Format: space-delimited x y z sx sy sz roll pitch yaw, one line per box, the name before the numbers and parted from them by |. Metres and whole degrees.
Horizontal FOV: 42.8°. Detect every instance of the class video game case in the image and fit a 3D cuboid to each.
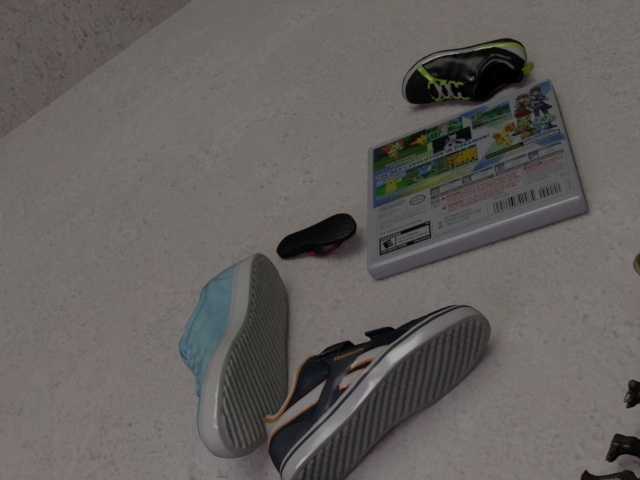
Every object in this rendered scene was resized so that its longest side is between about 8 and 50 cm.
video game case | 0.225 -0.100 1.276 0.329 0.036 0.300 -20 39 21

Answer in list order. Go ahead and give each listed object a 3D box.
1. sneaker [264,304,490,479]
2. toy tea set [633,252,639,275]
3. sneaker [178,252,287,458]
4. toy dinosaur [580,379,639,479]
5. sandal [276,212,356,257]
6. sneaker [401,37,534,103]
sneaker | 0.058 0.172 1.030 0.321 0.126 0.127 -39 42 -2
toy tea set | 0.455 0.008 0.847 0.200 0.124 0.336 -7 30 -19
sneaker | -0.140 0.178 1.192 0.150 0.135 0.366 -27 28 23
toy dinosaur | 0.348 0.229 0.778 0.160 0.121 0.313 20 56 34
sandal | 0.000 0.000 1.346 0.179 0.040 0.067 -17 32 45
sneaker | 0.248 -0.282 1.417 0.234 0.084 0.097 -17 41 23
